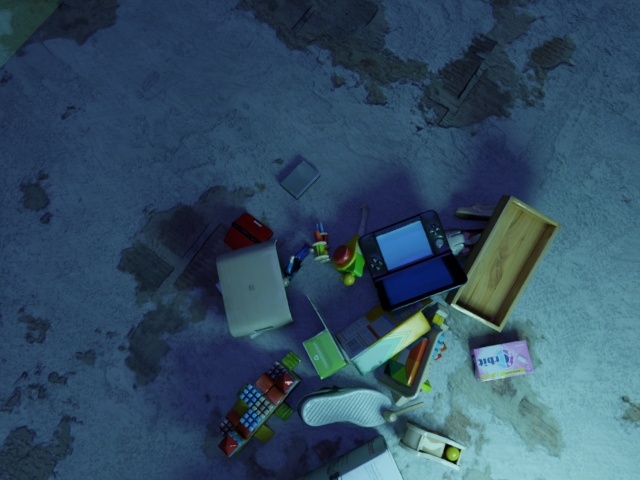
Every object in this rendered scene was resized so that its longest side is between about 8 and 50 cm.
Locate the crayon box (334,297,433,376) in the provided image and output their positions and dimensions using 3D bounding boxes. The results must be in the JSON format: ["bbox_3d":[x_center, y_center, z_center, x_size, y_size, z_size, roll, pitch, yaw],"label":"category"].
[{"bbox_3d":[0.222,0.292,1.592,0.322,0.203,0.083,-35,106,-4],"label":"crayon box"}]

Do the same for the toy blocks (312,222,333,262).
[{"bbox_3d":[0.000,0.000,1.731,0.054,0.123,0.148,-14,75,12],"label":"toy blocks"}]

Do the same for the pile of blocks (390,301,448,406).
[{"bbox_3d":[0.363,0.392,1.591,0.112,0.149,0.363,31,82,-17],"label":"pile of blocks"}]

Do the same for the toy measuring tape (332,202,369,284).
[{"bbox_3d":[0.110,0.015,1.741,0.121,0.121,0.331,7,60,6],"label":"toy measuring tape"}]

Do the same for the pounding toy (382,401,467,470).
[{"bbox_3d":[0.337,0.603,1.513,0.269,0.154,0.155,24,78,-3],"label":"pounding toy"}]

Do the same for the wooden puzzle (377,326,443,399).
[{"bbox_3d":[0.283,0.380,1.564,0.044,0.221,0.239,31,78,-17],"label":"wooden puzzle"}]

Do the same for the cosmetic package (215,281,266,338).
[{"bbox_3d":[-0.270,0.230,1.724,0.098,0.060,0.239,-35,75,-7],"label":"cosmetic package"}]

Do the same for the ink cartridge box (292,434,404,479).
[{"bbox_3d":[0.059,0.768,1.441,0.394,0.285,0.166,-27,76,-2],"label":"ink cartridge box"}]

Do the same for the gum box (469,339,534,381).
[{"bbox_3d":[0.603,0.405,1.609,0.188,0.062,0.107,-11,75,2],"label":"gum box"}]

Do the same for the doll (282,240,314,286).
[{"bbox_3d":[-0.092,0.087,1.717,0.046,0.129,0.189,28,65,17],"label":"doll"}]

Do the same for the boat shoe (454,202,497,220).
[{"bbox_3d":[0.574,-0.109,1.750,0.169,0.063,0.059,6,73,-4],"label":"boat shoe"}]

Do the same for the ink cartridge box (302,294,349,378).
[{"bbox_3d":[-0.010,0.328,1.614,0.096,0.189,0.255,-30,74,-2],"label":"ink cartridge box"}]

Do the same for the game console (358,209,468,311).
[{"bbox_3d":[0.301,0.062,1.596,0.292,0.173,0.251,-21,93,5],"label":"game console"}]

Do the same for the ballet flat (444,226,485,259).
[{"bbox_3d":[0.526,0.004,1.694,0.347,0.123,0.123,-5,75,3],"label":"ballet flat"}]

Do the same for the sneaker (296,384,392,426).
[{"bbox_3d":[0.075,0.547,1.592,0.320,0.127,0.126,7,81,-19],"label":"sneaker"}]

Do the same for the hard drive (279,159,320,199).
[{"bbox_3d":[-0.079,-0.235,1.851,0.094,0.022,0.135,41,82,13],"label":"hard drive"}]

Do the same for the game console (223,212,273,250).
[{"bbox_3d":[-0.273,-0.014,1.813,0.144,0.085,0.124,36,50,12],"label":"game console"}]

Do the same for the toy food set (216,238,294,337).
[{"bbox_3d":[-0.225,0.165,1.663,0.219,0.092,0.307,-15,81,7],"label":"toy food set"}]

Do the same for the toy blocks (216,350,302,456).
[{"bbox_3d":[-0.201,0.530,1.537,0.190,0.261,0.381,40,81,13],"label":"toy blocks"}]

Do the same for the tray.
[{"bbox_3d":[0.610,0.077,1.611,0.202,0.076,0.411,27,95,-7],"label":"tray"}]
